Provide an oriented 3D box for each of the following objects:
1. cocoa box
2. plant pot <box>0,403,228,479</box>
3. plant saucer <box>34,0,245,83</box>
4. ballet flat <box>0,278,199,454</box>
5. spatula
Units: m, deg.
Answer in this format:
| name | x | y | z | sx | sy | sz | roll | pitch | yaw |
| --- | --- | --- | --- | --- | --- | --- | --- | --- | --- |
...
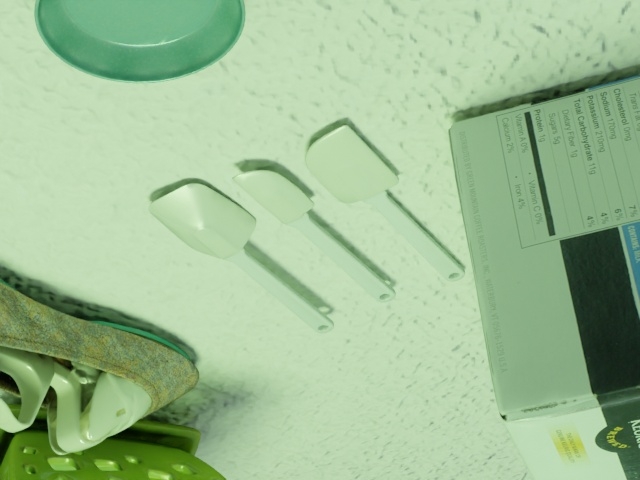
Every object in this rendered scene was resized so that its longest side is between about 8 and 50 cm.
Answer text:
| name | x | y | z | sx | sy | sz | roll | pitch | yaw |
| --- | --- | --- | --- | --- | --- | --- | --- | --- | --- |
| cocoa box | 0.252 | 0.067 | 0.977 | 0.228 | 0.231 | 0.347 | -14 | 148 | 12 |
| plant pot | -0.207 | 0.276 | 1.226 | 0.228 | 0.207 | 0.227 | 12 | 114 | -26 |
| plant saucer | -0.103 | -0.135 | 0.786 | 0.119 | 0.021 | 0.119 | -4 | 149 | -2 |
| ballet flat | -0.218 | 0.109 | 1.085 | 0.107 | 0.106 | 0.316 | -28 | 143 | 32 |
| spatula | 0.000 | 0.000 | 1.035 | 0.168 | 0.019 | 0.242 | -24 | 146 | 18 |
